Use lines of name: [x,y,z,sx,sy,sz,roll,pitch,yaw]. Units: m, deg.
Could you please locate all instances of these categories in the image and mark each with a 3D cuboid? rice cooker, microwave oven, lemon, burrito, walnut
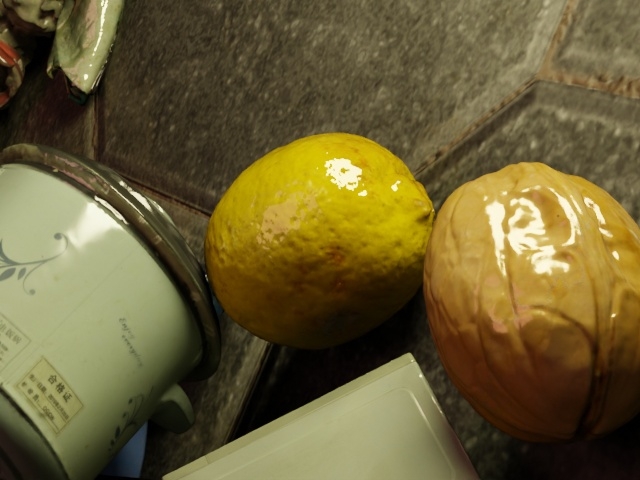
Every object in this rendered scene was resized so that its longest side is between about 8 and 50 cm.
rice cooker: [-0.235,0.070,1.286,0.264,0.316,0.317,139,142,-62]
microwave oven: [0.016,0.205,1.072,0.205,0.129,0.163,-26,43,0]
lemon: [0.000,0.000,1.242,0.207,0.170,0.170,-36,45,32]
burrito: [-0.275,-0.319,1.895,0.096,0.066,0.309,1,76,46]
walnut: [0.149,0.040,1.017,0.159,0.159,0.207,-43,45,31]

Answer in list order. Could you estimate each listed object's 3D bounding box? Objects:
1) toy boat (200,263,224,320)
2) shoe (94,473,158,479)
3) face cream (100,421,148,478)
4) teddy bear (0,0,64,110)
toy boat: [-0.183,0.029,1.501,0.309,0.129,0.143,5,91,49]
shoe: [-0.109,0.323,1.255,0.336,0.132,0.171,33,108,53]
face cream: [-0.324,0.201,1.503,0.249,0.225,0.249,-34,47,45]
teddy bear: [-0.536,-0.296,1.983,0.357,0.367,0.224,-55,22,9]
